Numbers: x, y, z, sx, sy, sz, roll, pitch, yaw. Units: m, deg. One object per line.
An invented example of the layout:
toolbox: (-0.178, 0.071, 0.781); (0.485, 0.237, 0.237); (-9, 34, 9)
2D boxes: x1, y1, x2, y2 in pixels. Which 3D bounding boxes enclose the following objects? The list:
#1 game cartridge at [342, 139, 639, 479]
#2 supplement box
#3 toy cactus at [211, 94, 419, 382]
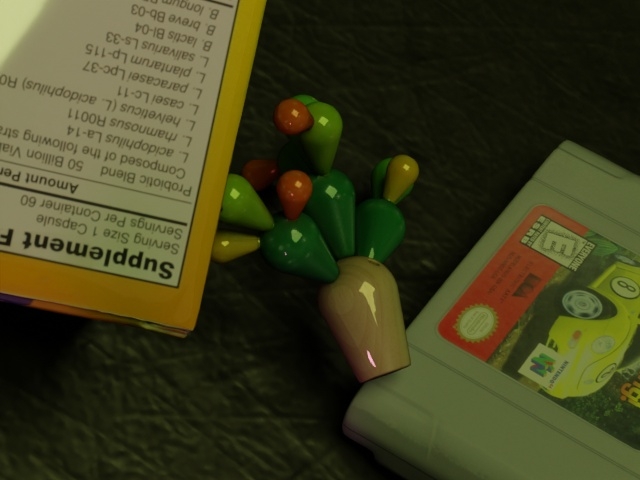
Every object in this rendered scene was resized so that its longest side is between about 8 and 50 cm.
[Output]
game cartridge: (0.173, 0.068, 1.133); (0.196, 0.060, 0.294); (31, 54, 15)
supplement box: (-0.148, -0.145, 0.948); (0.194, 0.195, 0.356); (13, 87, -21)
toy cactus: (0.000, 0.000, 1.066); (0.219, 0.112, 0.180); (0, 70, -68)
